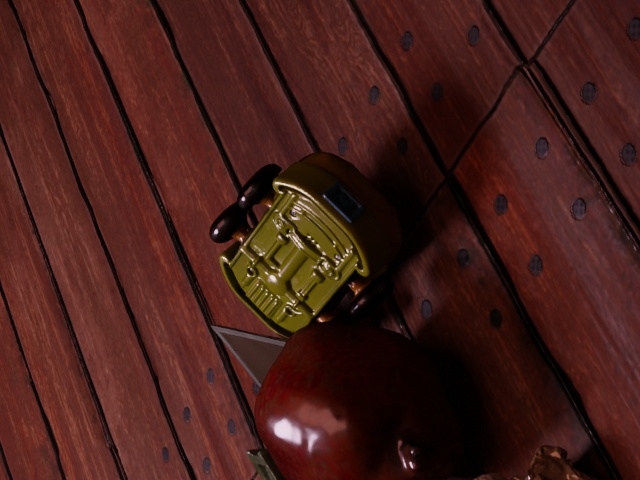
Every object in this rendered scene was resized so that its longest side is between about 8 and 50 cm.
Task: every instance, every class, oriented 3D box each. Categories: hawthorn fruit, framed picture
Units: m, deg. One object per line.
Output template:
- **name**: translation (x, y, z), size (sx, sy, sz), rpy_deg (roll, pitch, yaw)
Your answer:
- **hawthorn fruit**: translation (0.048, 0.194, 1.731), size (0.248, 0.208, 0.208), rpy_deg (31, 114, 62)
- **framed picture**: translation (-0.043, 0.157, 1.969), size (0.183, 0.011, 0.142), rpy_deg (7, 138, 57)

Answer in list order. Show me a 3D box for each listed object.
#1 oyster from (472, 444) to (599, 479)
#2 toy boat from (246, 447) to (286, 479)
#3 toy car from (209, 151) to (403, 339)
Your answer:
- **oyster**: translation (0.204, 0.276, 1.594), size (0.191, 0.081, 0.163), rpy_deg (5, 79, 49)
- **toy boat**: translation (-0.003, 0.363, 1.881), size (0.293, 0.055, 0.093), rpy_deg (69, 164, -3)
- **toy car**: translation (0.000, 0.000, 1.860), size (0.200, 0.142, 0.248), rpy_deg (47, 141, 1)
